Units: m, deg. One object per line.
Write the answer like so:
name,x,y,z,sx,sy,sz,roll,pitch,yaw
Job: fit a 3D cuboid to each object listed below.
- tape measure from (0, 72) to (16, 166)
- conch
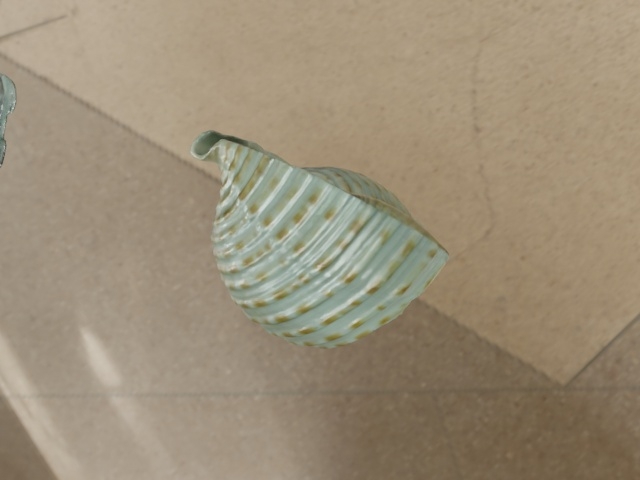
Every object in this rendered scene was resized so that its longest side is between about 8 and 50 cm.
tape measure,-0.409,-0.136,1.017,0.275,0.256,0.147,38,119,37
conch,0.000,0.007,0.700,0.135,0.153,0.102,8,85,49
